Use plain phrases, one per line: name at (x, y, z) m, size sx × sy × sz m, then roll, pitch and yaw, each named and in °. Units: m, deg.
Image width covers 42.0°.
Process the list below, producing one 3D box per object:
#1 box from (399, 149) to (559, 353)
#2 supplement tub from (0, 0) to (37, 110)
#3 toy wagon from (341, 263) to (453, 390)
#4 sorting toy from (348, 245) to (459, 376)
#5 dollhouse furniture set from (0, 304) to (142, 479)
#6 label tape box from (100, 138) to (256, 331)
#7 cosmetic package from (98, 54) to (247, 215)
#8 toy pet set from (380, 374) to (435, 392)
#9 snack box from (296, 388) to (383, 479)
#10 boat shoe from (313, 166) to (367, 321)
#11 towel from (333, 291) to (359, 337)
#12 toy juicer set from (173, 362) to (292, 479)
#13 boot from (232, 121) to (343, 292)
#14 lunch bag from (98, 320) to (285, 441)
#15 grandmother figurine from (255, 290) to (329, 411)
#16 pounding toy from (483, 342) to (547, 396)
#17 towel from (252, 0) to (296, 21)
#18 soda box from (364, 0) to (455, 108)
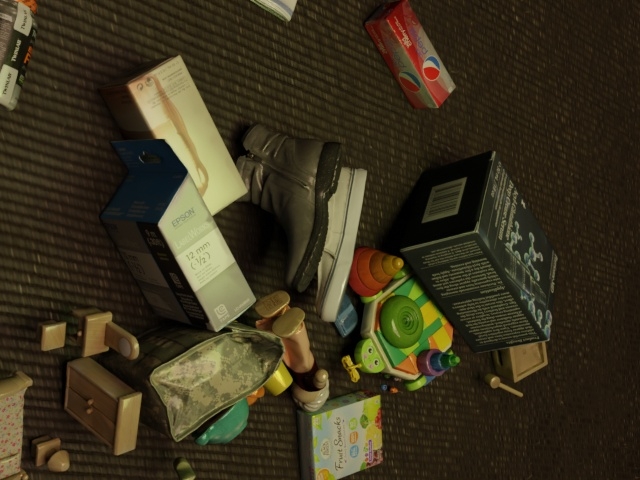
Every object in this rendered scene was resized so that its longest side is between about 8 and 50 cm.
box at (0.405, 0.036, 2.062) m, size 0.395 × 0.212 × 0.293 m, roll 51°, pitch 40°, yaw -30°
supplement tub at (-0.550, -0.326, 1.410) m, size 0.117 × 0.117 × 0.190 m, roll 18°, pitch 84°, yaw -37°
toy wagon at (0.191, 0.226, 2.011) m, size 0.344 × 0.068 × 0.267 m, roll -34°, pitch 100°, yaw -38°
sorting toy at (0.209, 0.161, 1.918) m, size 0.127 × 0.126 × 0.365 m, roll -43°, pitch 105°, yaw -36°
dollhouse furniture set at (-0.496, 0.300, 1.401) m, size 0.355 × 0.174 × 0.303 m, roll -11°, pitch 118°, yaw -49°
label tape box at (-0.294, -0.012, 1.551) m, size 0.115 × 0.249 × 0.347 m, roll -40°, pitch 116°, yaw -28°
cosmetic package at (-0.283, -0.192, 1.609) m, size 0.129 × 0.153 × 0.296 m, roll -38°, pitch 114°, yaw -27°
toy pet set at (0.227, 0.333, 2.101) m, size 0.114 × 0.065 × 0.122 m, roll 22°, pitch 81°, yaw -37°
snack box at (0.048, 0.464, 1.972) m, size 0.207 × 0.070 × 0.174 m, roll -10°, pitch 101°, yaw -35°
boat shoe at (0.000, -0.004, 1.845) m, size 0.156 × 0.136 × 0.367 m, roll 10°, pitch 72°, yaw 3°
towel at (0.050, 0.164, 1.971) m, size 0.067 × 0.029 × 0.119 m, roll -40°, pitch 116°, yaw -29°
toy juicer set at (-0.216, 0.361, 1.681) m, size 0.089 × 0.209 × 0.329 m, roll 51°, pitch 55°, yaw -5°
boot at (-0.091, -0.069, 1.742) m, size 0.118 × 0.223 × 0.338 m, roll 80°, pitch 22°, yaw -72°
lunch bag at (-0.241, 0.234, 1.623) m, size 0.287 × 0.235 × 0.169 m, roll -28°, pitch 109°, yaw -33°
grandmother figurine at (-0.054, 0.254, 1.803) m, size 0.104 × 0.208 × 0.342 m, roll -26°, pitch 135°, yaw -9°
pounding toy at (0.521, 0.340, 2.317) m, size 0.206 × 0.094 × 0.181 m, roll -22°, pitch 113°, yaw -24°
towel at (-0.099, -0.637, 1.784) m, size 0.209 × 0.034 × 0.285 m, roll 26°, pitch 78°, yaw -37°
soda box at (0.216, -0.443, 2.006) m, size 0.083 × 0.092 × 0.263 m, roll -50°, pitch 121°, yaw -22°
